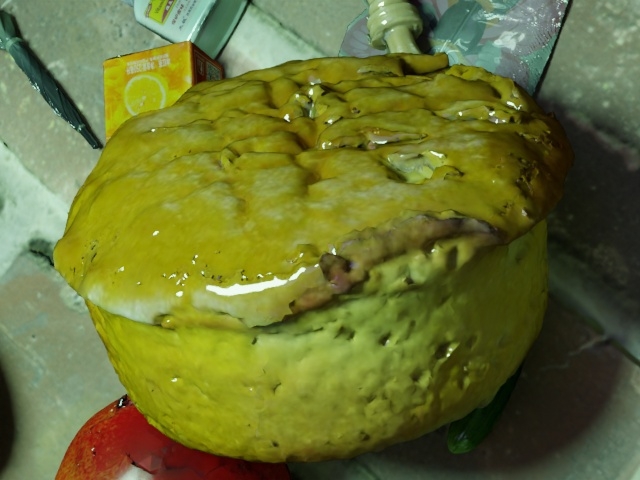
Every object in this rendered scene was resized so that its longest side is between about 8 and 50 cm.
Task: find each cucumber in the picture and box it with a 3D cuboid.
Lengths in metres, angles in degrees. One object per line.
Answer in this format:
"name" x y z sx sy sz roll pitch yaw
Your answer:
"cucumber" 0.144 0.105 1.461 0.037 0.037 0.155 22 84 29

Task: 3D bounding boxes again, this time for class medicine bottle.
"medicine bottle" -0.135 -0.224 1.678 0.118 0.055 0.074 32 93 30

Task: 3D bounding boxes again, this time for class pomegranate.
"pomegranate" -0.124 0.232 1.466 0.210 0.210 0.235 30 123 29

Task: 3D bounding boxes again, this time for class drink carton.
"drink carton" -0.137 -0.058 1.624 0.096 0.071 0.223 -10 72 22

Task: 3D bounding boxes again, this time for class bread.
"bread" 0.000 0.000 1.380 0.398 0.398 0.215 7 123 28

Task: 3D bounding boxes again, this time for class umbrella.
"umbrella" -0.296 -0.175 1.753 0.269 0.044 0.044 52 131 28

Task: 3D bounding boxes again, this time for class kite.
"kite" 0.167 -0.248 1.556 0.204 0.022 0.360 37 98 29

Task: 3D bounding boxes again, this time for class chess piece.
"chess piece" 0.064 -0.181 1.559 0.060 0.060 0.172 -27 65 17
